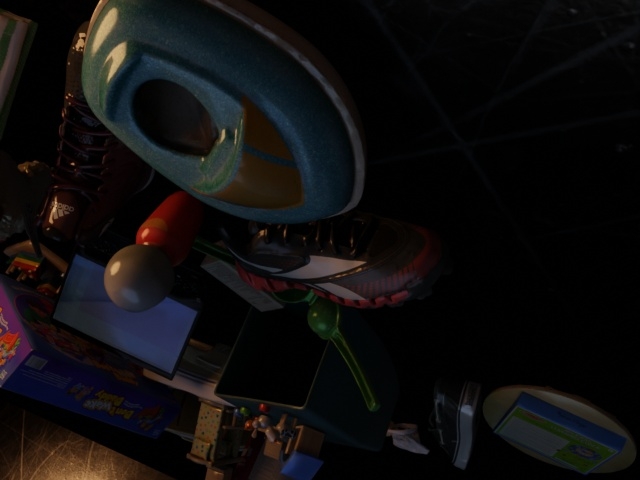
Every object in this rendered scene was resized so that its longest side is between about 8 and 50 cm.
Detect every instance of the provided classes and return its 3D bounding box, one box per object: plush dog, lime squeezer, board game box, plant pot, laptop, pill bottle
[{"bbox_3d":[-0.470,-0.051,0.854,0.225,0.211,0.262,-14,136,11],"label":"plush dog"},{"bbox_3d":[-0.021,0.079,0.877,0.310,0.059,0.110,41,-168,16],"label":"lime squeezer"},{"bbox_3d":[-0.431,0.209,1.262,0.233,0.078,0.347,41,-179,42],"label":"board game box"},{"bbox_3d":[0.006,0.206,1.021,0.165,0.166,0.234,-2,144,39],"label":"plant pot"},{"bbox_3d":[-0.307,0.088,1.086,0.234,0.137,0.264,25,160,0],"label":"laptop"},{"bbox_3d":[-0.090,0.419,1.369,0.121,0.221,0.121,19,151,11],"label":"pill bottle"}]

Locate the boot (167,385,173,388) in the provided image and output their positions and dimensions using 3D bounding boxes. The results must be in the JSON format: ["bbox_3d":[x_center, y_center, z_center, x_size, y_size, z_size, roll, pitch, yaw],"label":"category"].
[{"bbox_3d":[-0.414,0.260,1.513,0.208,0.076,0.189,9,161,40],"label":"boot"}]

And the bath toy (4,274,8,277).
[{"bbox_3d":[-0.682,0.050,1.333,0.151,0.129,0.348,-7,141,15],"label":"bath toy"}]

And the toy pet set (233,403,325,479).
[{"bbox_3d":[-0.059,0.271,0.940,0.114,0.065,0.122,26,156,-15],"label":"toy pet set"}]

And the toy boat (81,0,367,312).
[{"bbox_3d":[-0.109,-0.060,0.635,0.267,0.148,0.318,31,135,-7],"label":"toy boat"}]

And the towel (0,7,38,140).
[{"bbox_3d":[-0.474,-0.173,0.731,0.324,0.248,0.038,23,-170,4],"label":"towel"}]

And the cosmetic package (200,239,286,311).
[{"bbox_3d":[-0.098,0.047,0.960,0.115,0.041,0.060,41,148,-26],"label":"cosmetic package"}]

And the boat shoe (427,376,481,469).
[{"bbox_3d":[0.200,0.270,1.065,0.070,0.078,0.219,13,140,20],"label":"boat shoe"}]

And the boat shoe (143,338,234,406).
[{"bbox_3d":[-0.183,0.230,1.262,0.302,0.094,0.109,11,176,20],"label":"boat shoe"}]

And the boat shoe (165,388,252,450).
[{"bbox_3d":[-0.300,0.413,1.632,0.302,0.113,0.103,26,145,-2],"label":"boat shoe"}]

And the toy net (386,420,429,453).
[{"bbox_3d":[0.093,0.299,1.223,0.232,0.045,0.122,25,149,-3],"label":"toy net"}]

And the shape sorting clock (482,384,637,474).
[{"bbox_3d":[0.326,0.260,0.979,0.206,0.040,0.206,22,150,13],"label":"shape sorting clock"}]

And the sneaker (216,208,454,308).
[{"bbox_3d":[0.000,0.000,0.752,0.276,0.098,0.135,5,147,34],"label":"sneaker"}]

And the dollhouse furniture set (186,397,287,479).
[{"bbox_3d":[-0.145,0.378,1.234,0.161,0.182,0.101,9,176,31],"label":"dollhouse furniture set"}]

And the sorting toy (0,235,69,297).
[{"bbox_3d":[-0.512,0.055,1.287,0.132,0.046,0.274,-10,135,46],"label":"sorting toy"}]

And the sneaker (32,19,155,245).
[{"bbox_3d":[-0.236,-0.081,0.736,0.106,0.162,0.281,24,151,2],"label":"sneaker"}]
